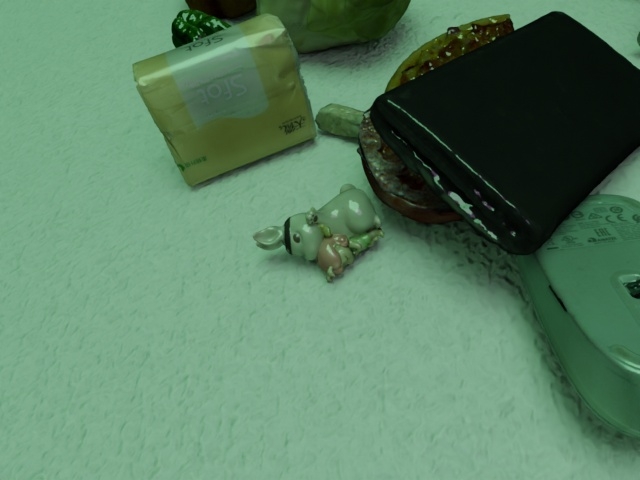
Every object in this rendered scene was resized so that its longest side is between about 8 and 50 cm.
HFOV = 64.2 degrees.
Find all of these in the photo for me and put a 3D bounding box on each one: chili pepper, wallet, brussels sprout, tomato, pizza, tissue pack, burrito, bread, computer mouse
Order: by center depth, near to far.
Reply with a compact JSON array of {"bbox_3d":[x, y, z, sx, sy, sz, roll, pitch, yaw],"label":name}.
[{"bbox_3d":[0.294,0.064,0.505,0.159,0.097,0.289,-9,37,6],"label":"computer mouse"},{"bbox_3d":[0.265,-0.157,0.618,0.406,0.062,0.228,-32,70,-33],"label":"wallet"},{"bbox_3d":[0.153,-0.101,0.661,0.224,0.085,0.225,1,55,-2],"label":"tomato"},{"bbox_3d":[-0.131,-0.201,0.739,0.222,0.186,0.090,-20,38,-5],"label":"tissue pack"},{"bbox_3d":[0.062,-0.173,0.769,0.149,0.041,0.055,19,45,24],"label":"burrito"},{"bbox_3d":[0.236,-0.259,0.778,0.289,0.081,0.229,-33,54,-17],"label":"pizza"},{"bbox_3d":[0.030,-0.465,0.861,0.273,0.317,0.243,17,27,-1],"label":"brussels sprout"},{"bbox_3d":[-0.176,-0.339,0.925,0.099,0.083,0.253,-39,60,-17],"label":"chili pepper"},{"bbox_3d":[-0.203,-0.576,1.078,0.231,0.135,0.247,9,55,18],"label":"bread"}]

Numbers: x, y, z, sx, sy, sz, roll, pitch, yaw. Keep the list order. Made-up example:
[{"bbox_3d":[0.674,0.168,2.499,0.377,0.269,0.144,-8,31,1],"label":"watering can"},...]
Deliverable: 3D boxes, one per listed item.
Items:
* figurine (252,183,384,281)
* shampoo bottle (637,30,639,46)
[{"bbox_3d":[0.001,-0.004,0.622,0.146,0.081,0.098,-28,52,-12],"label":"figurine"},{"bbox_3d":[0.586,-0.342,0.785,0.204,0.065,0.065,-20,51,-5],"label":"shampoo bottle"}]
